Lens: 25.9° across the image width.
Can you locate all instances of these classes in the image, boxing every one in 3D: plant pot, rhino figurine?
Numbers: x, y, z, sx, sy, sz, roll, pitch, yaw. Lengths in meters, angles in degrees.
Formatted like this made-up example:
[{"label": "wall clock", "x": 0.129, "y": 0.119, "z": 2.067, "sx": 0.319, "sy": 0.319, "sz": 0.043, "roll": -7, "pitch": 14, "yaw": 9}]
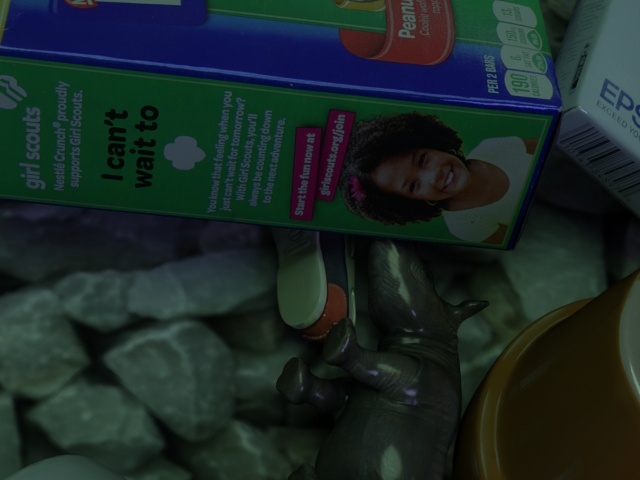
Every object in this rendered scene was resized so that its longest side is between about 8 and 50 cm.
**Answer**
[{"label": "plant pot", "x": 0.189, "y": 0.098, "z": 0.731, "sx": 0.205, "sy": 0.188, "sz": 0.205, "roll": 4, "pitch": 60, "yaw": -7}, {"label": "rhino figurine", "x": 0.034, "y": 0.091, "z": 0.773, "sx": 0.106, "sy": 0.073, "sz": 0.243, "roll": 33, "pitch": 55, "yaw": -24}]

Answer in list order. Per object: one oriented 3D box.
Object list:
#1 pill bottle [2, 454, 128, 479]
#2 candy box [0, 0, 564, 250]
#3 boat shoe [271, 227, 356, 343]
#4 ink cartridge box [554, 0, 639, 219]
[{"label": "pill bottle", "x": 0.009, "y": 0.262, "z": 0.568, "sx": 0.407, "sy": 0.229, "sz": 0.229, "roll": 28, "pitch": 59, "yaw": 24}, {"label": "candy box", "x": -0.038, "y": -0.135, "z": 0.835, "sx": 0.317, "sy": 0.122, "sz": 0.268, "roll": 4, "pitch": 43, "yaw": -6}, {"label": "boat shoe", "x": 0.000, "y": 0.000, "z": 0.845, "sx": 0.043, "sy": 0.049, "sz": 0.137, "roll": 31, "pitch": 45, "yaw": -40}, {"label": "ink cartridge box", "x": 0.249, "y": -0.097, "z": 0.877, "sx": 0.223, "sy": 0.045, "sz": 0.224, "roll": 36, "pitch": 57, "yaw": -22}]
